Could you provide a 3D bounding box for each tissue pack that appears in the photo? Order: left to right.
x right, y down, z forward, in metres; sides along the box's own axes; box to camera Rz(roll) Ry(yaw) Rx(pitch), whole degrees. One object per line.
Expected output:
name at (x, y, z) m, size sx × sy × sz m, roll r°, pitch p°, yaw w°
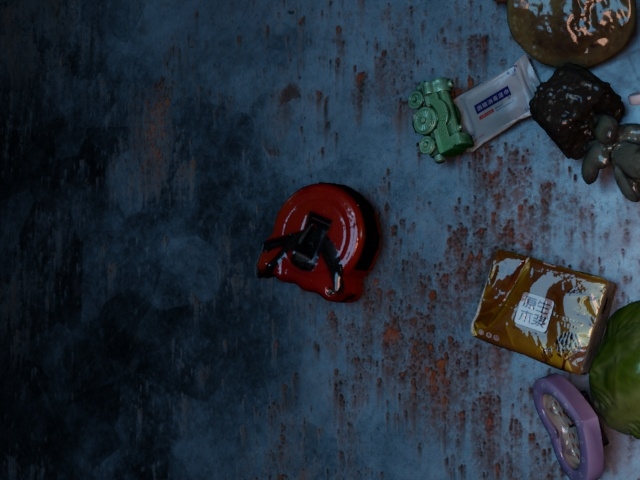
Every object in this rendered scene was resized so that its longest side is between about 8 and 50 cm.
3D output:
tissue pack at (0.351, -0.269, 1.729) m, size 0.193 × 0.026 × 0.123 m, roll -30°, pitch 70°, yaw 28°
tissue pack at (0.410, 0.130, 1.614) m, size 0.226 × 0.092 × 0.183 m, roll 19°, pitch 94°, yaw 30°

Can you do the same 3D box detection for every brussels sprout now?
brussels sprout at (0.552, 0.214, 1.435) m, size 0.244 × 0.244 × 0.244 m, roll -4°, pitch 83°, yaw 32°

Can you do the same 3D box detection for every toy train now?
toy train at (0.240, -0.247, 1.761) m, size 0.104 × 0.071 × 0.178 m, roll -27°, pitch 67°, yaw 41°

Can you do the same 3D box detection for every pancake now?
pancake at (0.463, -0.429, 1.607) m, size 0.241 × 0.050 × 0.242 m, roll 11°, pitch 117°, yaw 22°

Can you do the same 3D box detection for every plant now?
plant at (0.500, -0.187, 1.554) m, size 0.149 × 0.146 × 0.275 m, roll -45°, pitch 64°, yaw 18°

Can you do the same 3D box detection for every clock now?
clock at (0.455, 0.326, 1.538) m, size 0.064 × 0.172 × 0.198 m, roll -17°, pitch 71°, yaw -13°

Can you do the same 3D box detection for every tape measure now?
tape measure at (0.000, 0.000, 1.873) m, size 0.253 × 0.114 × 0.261 m, roll 22°, pitch 97°, yaw 32°

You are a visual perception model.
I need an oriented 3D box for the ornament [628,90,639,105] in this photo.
ornament at (0.680, -0.266, 1.332) m, size 0.337 × 0.337 × 0.337 m, roll -4°, pitch 83°, yaw 32°

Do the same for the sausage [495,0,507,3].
sausage at (0.500, -0.511, 1.626) m, size 0.432 × 0.088 × 0.088 m, roll -4°, pitch 83°, yaw 32°
